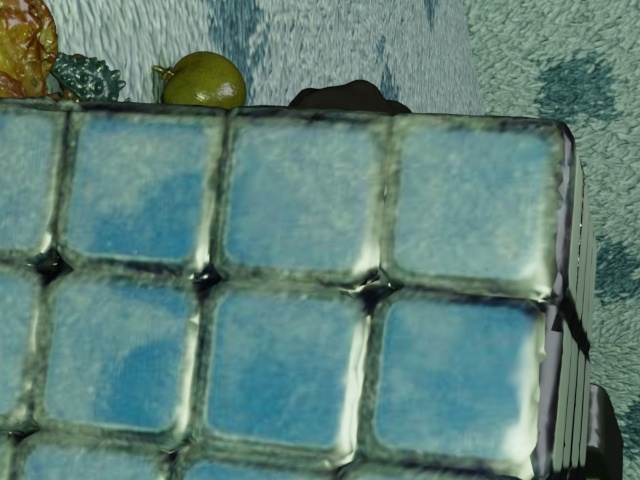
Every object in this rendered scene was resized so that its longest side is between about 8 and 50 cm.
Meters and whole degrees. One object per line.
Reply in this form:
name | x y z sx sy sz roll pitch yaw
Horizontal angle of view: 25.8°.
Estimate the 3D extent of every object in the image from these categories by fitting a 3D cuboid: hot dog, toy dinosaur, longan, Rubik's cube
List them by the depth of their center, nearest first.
Rubik's cube | -0.026 0.120 0.796 0.344 0.344 0.337 31 65 -72
hot dog | -0.195 -0.103 0.827 0.147 0.065 0.099 55 32 -58
toy dinosaur | -0.164 -0.103 0.958 0.154 0.055 0.049 58 35 -64
longan | -0.104 -0.127 1.175 0.083 0.075 0.075 31 40 -18

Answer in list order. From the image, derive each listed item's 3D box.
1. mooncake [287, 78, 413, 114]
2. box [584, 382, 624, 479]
mooncake | 0.000 0.000 1.193 0.283 0.141 0.283 -30 140 -28
box | 0.068 0.167 1.158 0.211 0.350 0.058 54 37 -64
